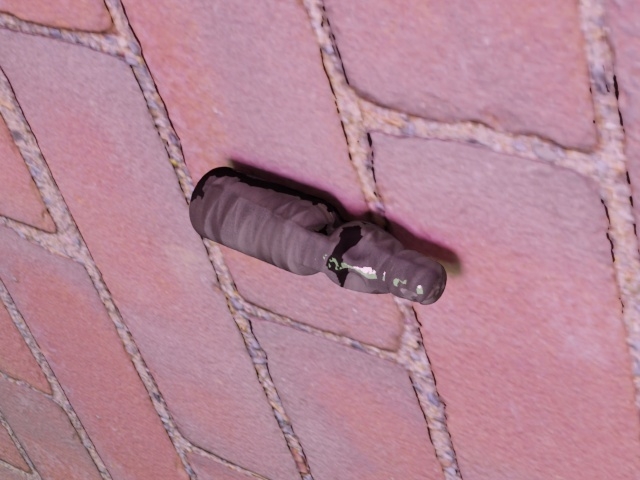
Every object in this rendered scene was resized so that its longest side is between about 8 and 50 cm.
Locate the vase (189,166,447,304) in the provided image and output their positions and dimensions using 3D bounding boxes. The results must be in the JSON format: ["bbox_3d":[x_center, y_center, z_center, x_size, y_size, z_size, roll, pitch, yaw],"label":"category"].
[{"bbox_3d":[0.000,0.000,0.948,0.211,0.060,0.060,20,143,31],"label":"vase"}]
